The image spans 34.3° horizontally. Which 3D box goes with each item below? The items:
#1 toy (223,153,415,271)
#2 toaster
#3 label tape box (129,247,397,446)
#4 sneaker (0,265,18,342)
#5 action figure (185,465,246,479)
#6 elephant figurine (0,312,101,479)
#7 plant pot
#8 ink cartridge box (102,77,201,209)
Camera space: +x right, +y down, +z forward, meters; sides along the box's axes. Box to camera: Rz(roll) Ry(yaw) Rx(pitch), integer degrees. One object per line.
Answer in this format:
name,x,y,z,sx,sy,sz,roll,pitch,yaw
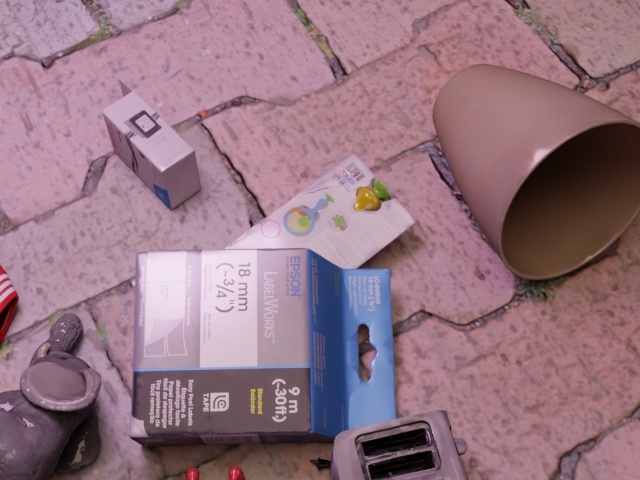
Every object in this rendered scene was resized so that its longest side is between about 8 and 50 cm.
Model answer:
toy,0.000,0.000,1.459,0.237,0.056,0.137,-38,75,-10
toaster,0.096,0.307,1.250,0.185,0.110,0.168,-11,59,-7
label tape box,-0.068,0.135,1.329,0.333,0.106,0.241,-1,72,-1
sneaker,-0.505,0.106,1.375,0.221,0.087,0.128,-35,65,-19
action figure,-0.122,0.416,1.204,0.091,0.139,0.280,-3,37,0
elephant figurine,-0.337,0.206,1.289,0.239,0.169,0.186,-32,93,-35
plant pot,0.281,-0.129,1.458,0.256,0.256,0.274,-24,47,-15
ink cartridge box,-0.256,-0.142,1.516,0.060,0.104,0.180,-38,66,-20
